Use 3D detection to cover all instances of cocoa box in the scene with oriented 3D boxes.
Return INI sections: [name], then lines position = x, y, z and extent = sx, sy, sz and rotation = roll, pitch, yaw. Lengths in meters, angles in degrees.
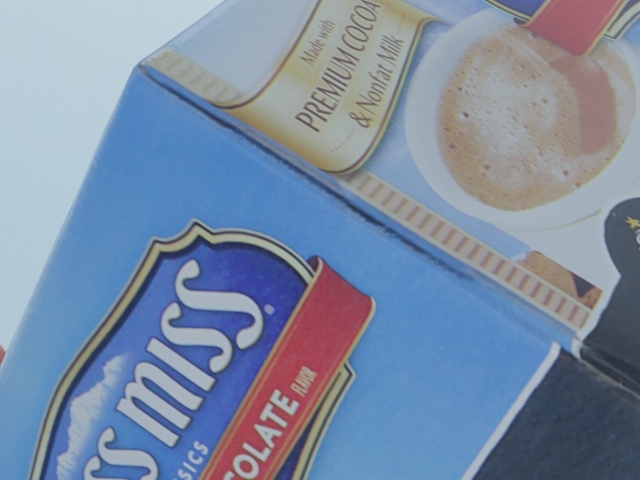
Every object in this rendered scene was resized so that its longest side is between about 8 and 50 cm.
[cocoa box]
position = 0.064, 0.023, 0.601
extent = 0.228, 0.231, 0.347
rotation = 34, -145, 6

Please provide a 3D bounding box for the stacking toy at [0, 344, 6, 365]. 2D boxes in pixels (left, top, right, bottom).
[stacking toy]
position = -0.157, 0.121, 1.051
extent = 0.330, 0.141, 0.141
rotation = 23, -162, -10
